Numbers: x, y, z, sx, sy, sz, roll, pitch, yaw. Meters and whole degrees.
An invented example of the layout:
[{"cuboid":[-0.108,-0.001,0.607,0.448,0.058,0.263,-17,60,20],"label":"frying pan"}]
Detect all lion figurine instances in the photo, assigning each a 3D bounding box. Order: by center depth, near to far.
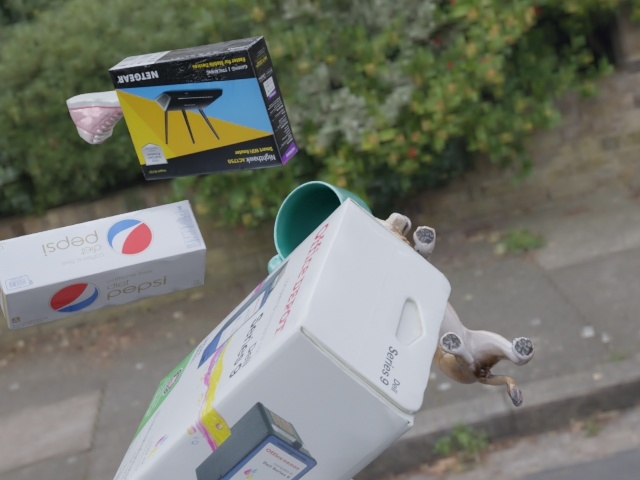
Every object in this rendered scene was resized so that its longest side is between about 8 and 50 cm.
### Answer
[{"cuboid":[0.168,0.112,2.084,0.142,0.392,0.240,-28,-17,-14],"label":"lion figurine"}]

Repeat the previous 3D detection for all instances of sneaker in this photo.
[{"cuboid":[-0.300,-0.174,1.959,0.134,0.070,0.051,0,21,37],"label":"sneaker"}]

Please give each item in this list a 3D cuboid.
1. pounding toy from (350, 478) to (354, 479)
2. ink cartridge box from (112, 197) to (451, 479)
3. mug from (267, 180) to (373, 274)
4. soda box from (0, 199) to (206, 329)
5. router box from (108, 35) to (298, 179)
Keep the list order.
[{"cuboid":[0.005,0.423,1.776,0.110,0.237,0.183,-16,53,-30],"label":"pounding toy"},{"cuboid":[-0.028,0.097,0.849,0.212,0.093,0.154,-42,14,31],"label":"ink cartridge box"},{"cuboid":[0.003,-0.009,1.976,0.157,0.129,0.097,-11,-19,39],"label":"mug"},{"cuboid":[-0.233,0.026,1.458,0.216,0.069,0.074,-13,-33,-16],"label":"soda box"},{"cuboid":[-0.125,-0.139,1.472,0.179,0.133,0.046,-5,25,30],"label":"router box"}]
